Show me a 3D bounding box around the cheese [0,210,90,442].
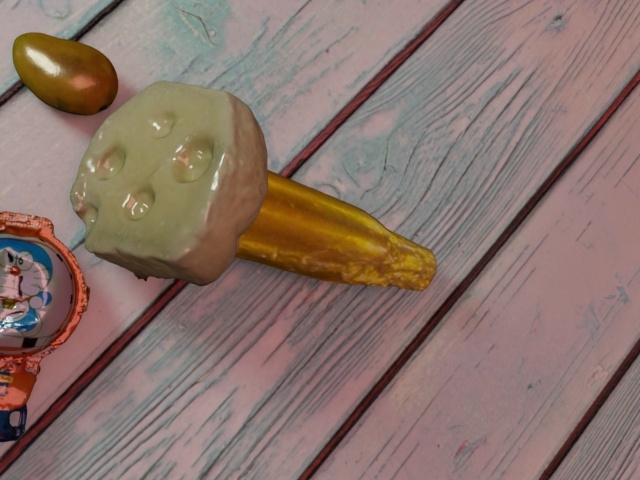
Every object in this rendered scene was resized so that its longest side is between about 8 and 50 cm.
[{"bbox_3d":[-0.453,0.123,1.295,0.217,0.129,0.329,13,83,-23],"label":"cheese"}]

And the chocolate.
[{"bbox_3d":[0.000,0.000,1.501,0.445,0.162,0.162,20,80,-25],"label":"chocolate"}]

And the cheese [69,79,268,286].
[{"bbox_3d":[-0.221,-0.079,1.314,0.115,0.318,0.326,39,27,-50],"label":"cheese"}]

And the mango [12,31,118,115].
[{"bbox_3d":[-0.390,-0.251,1.367,0.163,0.089,0.111,11,71,-15],"label":"mango"}]
